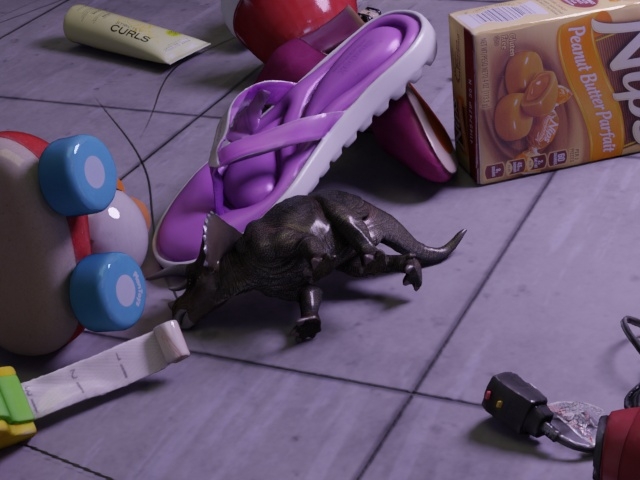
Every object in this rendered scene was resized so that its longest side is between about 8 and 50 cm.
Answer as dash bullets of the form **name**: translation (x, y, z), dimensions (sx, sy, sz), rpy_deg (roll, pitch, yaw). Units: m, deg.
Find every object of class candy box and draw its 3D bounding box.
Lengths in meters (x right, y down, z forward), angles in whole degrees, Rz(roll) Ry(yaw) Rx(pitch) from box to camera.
- **candy box**: translation (0.309, -0.189, 1.435), dimensions (0.316, 0.183, 0.087), rpy_deg (-12, 30, -9)

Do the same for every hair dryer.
- **hair dryer**: translation (0.288, 0.128, 0.969), dimensions (0.223, 0.080, 0.293), rpy_deg (-21, 32, -25)

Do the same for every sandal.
- **sandal**: translation (-0.045, -0.132, 1.375), dimensions (0.416, 0.102, 0.169), rpy_deg (-46, 35, -21)

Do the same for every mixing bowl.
- **mixing bowl**: translation (-0.019, -0.287, 1.732), dimensions (0.181, 0.181, 0.098), rpy_deg (-16, 60, -17)

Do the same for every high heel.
- **high heel**: translation (0.034, -0.141, 1.536), dimensions (0.181, 0.127, 0.377), rpy_deg (-38, 35, 8)

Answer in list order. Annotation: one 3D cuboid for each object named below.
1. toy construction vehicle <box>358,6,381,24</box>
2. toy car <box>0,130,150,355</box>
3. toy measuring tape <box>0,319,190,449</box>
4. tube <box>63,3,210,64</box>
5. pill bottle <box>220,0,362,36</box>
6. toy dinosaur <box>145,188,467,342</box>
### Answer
- **toy construction vehicle**: translation (0.045, -0.314, 1.882), dimensions (0.086, 0.035, 0.098), rpy_deg (-36, 36, -25)
- **toy car**: translation (-0.248, -0.017, 1.245), dimensions (0.219, 0.210, 0.238), rpy_deg (-7, 12, 27)
- **toy measuring tape**: translation (-0.256, 0.127, 1.042), dimensions (0.330, 0.121, 0.121), rpy_deg (-20, 31, -22)
- **tube**: translation (-0.285, -0.308, 1.913), dimensions (0.240, 0.062, 0.070), rpy_deg (20, 78, 32)
- **pill bottle**: translation (-0.043, -0.372, 1.912), dimensions (0.208, 0.118, 0.117), rpy_deg (-27, 35, -32)
- **toy dinosaur**: translation (0.000, 0.000, 1.225), dimensions (0.313, 0.121, 0.160), rpy_deg (-23, 46, -20)
